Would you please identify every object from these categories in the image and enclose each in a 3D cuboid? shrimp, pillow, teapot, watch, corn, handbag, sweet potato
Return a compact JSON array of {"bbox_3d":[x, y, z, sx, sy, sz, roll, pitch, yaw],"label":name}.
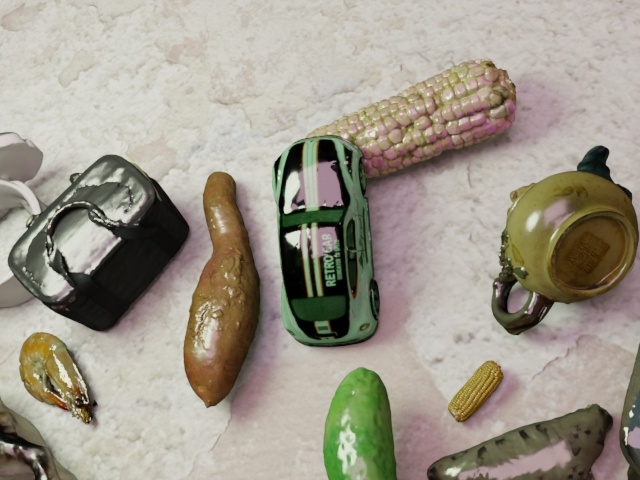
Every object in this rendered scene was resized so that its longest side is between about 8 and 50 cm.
[{"bbox_3d":[-0.405,0.217,1.220,0.190,0.042,0.101,39,102,27],"label":"shrimp"},{"bbox_3d":[0.255,0.279,0.978,0.241,0.051,0.093,-21,62,5],"label":"pillow"},{"bbox_3d":[0.308,-0.004,1.049,0.270,0.173,0.182,-58,24,13],"label":"teapot"},{"bbox_3d":[-0.528,-0.028,1.291,0.244,0.196,0.231,-34,68,-4],"label":"watch"},{"bbox_3d":[0.131,-0.165,1.190,0.335,0.126,0.127,-22,61,12],"label":"corn"},{"bbox_3d":[-0.341,-0.002,1.215,0.181,0.181,0.254,38,80,24],"label":"handbag"},{"bbox_3d":[-0.141,0.058,1.177,0.109,0.109,0.386,-7,59,14],"label":"sweet potato"},{"bbox_3d":[0.204,0.199,1.040,0.092,0.037,0.037,-45,62,-8],"label":"corn"}]

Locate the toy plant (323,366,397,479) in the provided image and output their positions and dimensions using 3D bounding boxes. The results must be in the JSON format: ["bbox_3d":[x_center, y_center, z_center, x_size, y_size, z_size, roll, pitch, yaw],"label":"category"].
[{"bbox_3d":[0.099,0.358,0.908,0.356,0.211,0.317,28,60,26],"label":"toy plant"}]

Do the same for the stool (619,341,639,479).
[{"bbox_3d":[0.499,0.174,0.855,0.310,0.226,0.311,18,71,23],"label":"stool"}]

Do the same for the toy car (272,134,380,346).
[{"bbox_3d":[0.000,0.000,1.112,0.136,0.125,0.306,-5,89,14],"label":"toy car"}]

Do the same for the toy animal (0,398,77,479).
[{"bbox_3d":[-0.525,0.366,1.105,0.302,0.194,0.344,41,79,23],"label":"toy animal"}]
